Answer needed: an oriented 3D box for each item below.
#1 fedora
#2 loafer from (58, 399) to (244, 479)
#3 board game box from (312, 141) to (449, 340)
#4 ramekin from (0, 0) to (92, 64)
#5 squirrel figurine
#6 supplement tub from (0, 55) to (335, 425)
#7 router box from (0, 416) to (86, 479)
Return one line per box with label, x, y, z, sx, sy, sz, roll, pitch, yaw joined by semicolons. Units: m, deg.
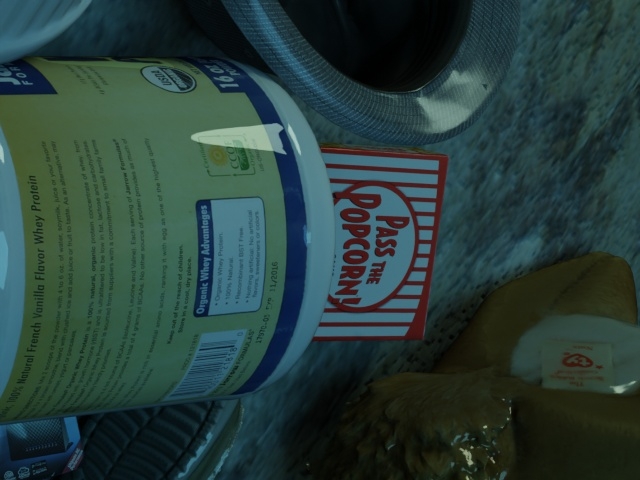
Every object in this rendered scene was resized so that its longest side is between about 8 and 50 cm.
fedora;-0.003;-0.185;1.291;0.275;0.124;0.243;42;57;-27
loafer;-0.138;0.191;1.333;0.251;0.094;0.087;-53;150;-3
board game box;0.000;0.000;1.403;0.193;0.045;0.146;1;100;-37
ramekin;-0.212;-0.242;1.063;0.273;0.127;0.273;20;53;-29
squirrel figurine;0.165;0.262;1.480;0.397;0.281;0.370;-17;121;-28
supplement tub;-0.176;-0.001;1.160;0.316;0.228;0.228;-4;103;-36
router box;-0.224;0.122;1.262;0.122;0.038;0.092;-15;96;-33
